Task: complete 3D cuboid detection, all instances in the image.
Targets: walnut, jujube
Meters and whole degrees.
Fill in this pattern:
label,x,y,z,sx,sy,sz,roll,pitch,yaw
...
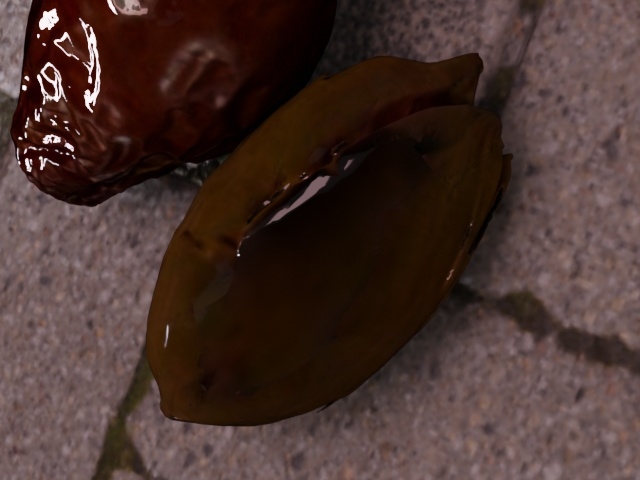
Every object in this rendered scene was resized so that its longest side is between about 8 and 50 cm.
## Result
label,x,y,z,sx,sy,sz,roll,pitch,yaw
walnut,0.000,0.000,0.911,0.137,0.137,0.245,45,105,31
jujube,-0.092,-0.109,0.970,0.236,0.168,0.168,-43,59,39
